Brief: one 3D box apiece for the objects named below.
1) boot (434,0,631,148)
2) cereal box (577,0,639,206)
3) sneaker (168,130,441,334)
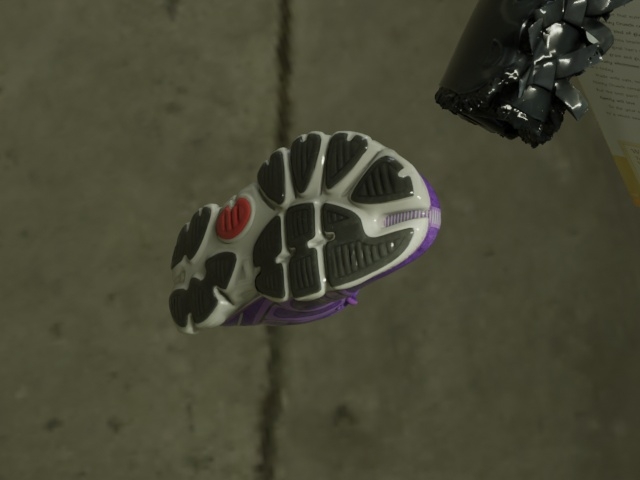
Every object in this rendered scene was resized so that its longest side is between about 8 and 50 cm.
[{"bbox_3d":[0.069,-0.087,0.593,0.045,0.121,0.099,22,94,-18],"label":"boot"},{"bbox_3d":[0.212,-0.092,0.879,0.047,0.173,0.240,-60,141,-24],"label":"cereal box"},{"bbox_3d":[0.000,0.000,0.725,0.071,0.170,0.068,7,75,-32],"label":"sneaker"}]
